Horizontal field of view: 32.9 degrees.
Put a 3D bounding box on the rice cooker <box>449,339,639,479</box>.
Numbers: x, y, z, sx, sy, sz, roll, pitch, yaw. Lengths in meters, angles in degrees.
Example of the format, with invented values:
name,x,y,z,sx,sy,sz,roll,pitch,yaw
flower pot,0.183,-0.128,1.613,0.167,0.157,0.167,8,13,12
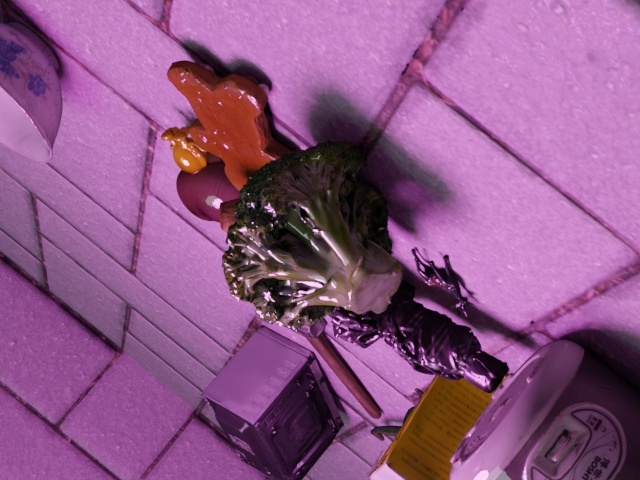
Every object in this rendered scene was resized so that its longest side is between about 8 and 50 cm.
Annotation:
name,x,y,z,sx,sy,sz,roll,pitch,yaw
rice cooker,0.341,0.306,1.445,0.277,0.288,0.288,39,160,6

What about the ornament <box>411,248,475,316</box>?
name,x,y,z,sx,sy,sz,roll,pitch,yaw
ornament,0.180,0.065,1.577,0.073,0.028,0.125,11,144,50

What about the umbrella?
name,x,y,z,sx,sy,sz,roll,pitch,yaw
umbrella,0.134,0.137,1.654,0.336,0.128,0.154,28,-166,18

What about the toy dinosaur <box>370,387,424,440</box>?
name,x,y,z,sx,sy,sz,roll,pitch,yaw
toy dinosaur,0.165,0.340,2.115,0.301,0.087,0.447,31,157,37

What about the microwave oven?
name,x,y,z,sx,sy,sz,roll,pitch,yaw
microwave oven,-0.092,0.379,2.399,0.181,0.237,0.295,23,150,33

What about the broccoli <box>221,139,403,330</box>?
name,x,y,z,sx,sy,sz,roll,pitch,yaw
broccoli,0.000,0.000,1.437,0.241,0.261,0.269,49,134,37

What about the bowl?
name,x,y,z,sx,sy,sz,roll,pitch,yaw
bowl,-0.546,-0.293,1.894,0.313,0.146,0.313,35,160,14

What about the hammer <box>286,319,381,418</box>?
name,x,y,z,sx,sy,sz,roll,pitch,yaw
hammer,0.032,0.258,2.210,0.111,0.043,0.365,16,151,45

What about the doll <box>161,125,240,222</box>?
name,x,y,z,sx,sy,sz,roll,pitch,yaw
doll,-0.178,-0.104,1.752,0.145,0.096,0.188,22,144,26

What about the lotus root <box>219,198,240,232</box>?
name,x,y,z,sx,sy,sz,roll,pitch,yaw
lotus root,-0.028,-0.014,1.608,0.258,0.097,0.110,15,-176,-1

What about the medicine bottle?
name,x,y,z,sx,sy,sz,roll,pitch,yaw
medicine bottle,0.201,0.310,1.736,0.141,0.250,0.137,35,158,4

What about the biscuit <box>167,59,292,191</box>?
name,x,y,z,sx,sy,sz,roll,pitch,yaw
biscuit,-0.116,-0.153,1.595,0.196,0.049,0.301,25,155,31
